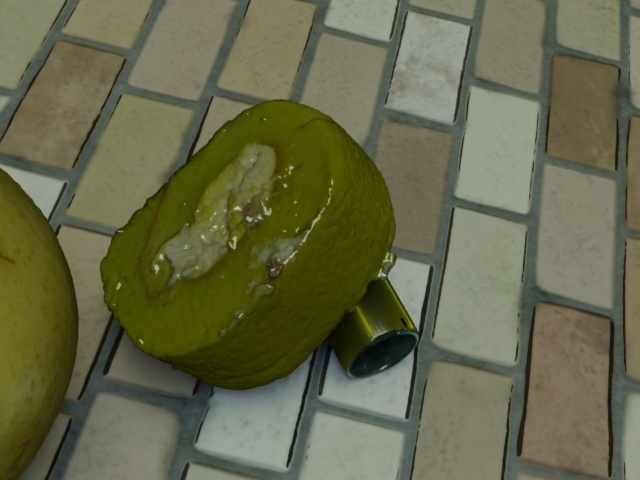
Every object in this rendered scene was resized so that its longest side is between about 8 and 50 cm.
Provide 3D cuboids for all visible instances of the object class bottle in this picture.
[{"bbox_3d":[0.000,0.000,0.984,0.082,0.082,0.286,-16,58,-20],"label":"bottle"}]

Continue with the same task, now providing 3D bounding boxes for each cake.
[{"bbox_3d":[-0.055,0.009,0.868,0.260,0.156,0.179,-44,55,7],"label":"cake"}]

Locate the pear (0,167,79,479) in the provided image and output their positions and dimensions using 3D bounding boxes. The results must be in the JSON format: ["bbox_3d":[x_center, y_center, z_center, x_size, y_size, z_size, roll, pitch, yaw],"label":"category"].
[{"bbox_3d":[-0.354,0.067,0.723,0.349,0.348,0.348,5,54,-6],"label":"pear"}]
